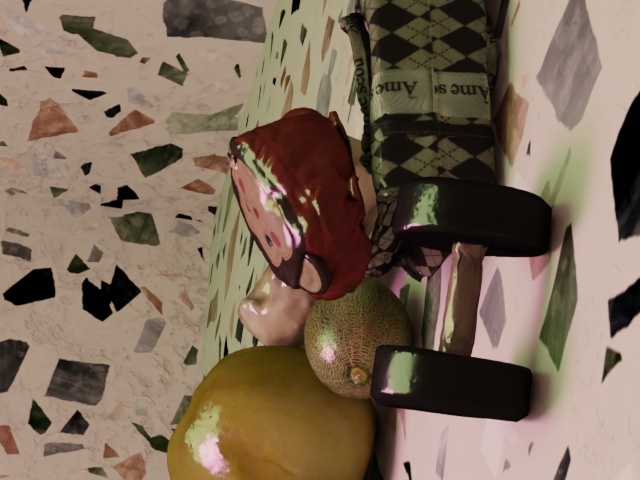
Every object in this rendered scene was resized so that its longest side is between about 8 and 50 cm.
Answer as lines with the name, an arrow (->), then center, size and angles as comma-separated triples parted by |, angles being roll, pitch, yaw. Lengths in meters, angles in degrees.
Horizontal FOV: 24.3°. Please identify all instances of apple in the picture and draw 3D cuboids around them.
apple -> -0.063, 0.281, 1.974 | 0.292, 0.254, 0.292 | -60, -3, -6

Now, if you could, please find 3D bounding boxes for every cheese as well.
cheese -> 0.000, 0.000, 2.083 | 0.318, 0.115, 0.326 | -61, -1, -43

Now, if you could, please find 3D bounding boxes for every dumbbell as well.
dumbbell -> 0.134, 0.058, 1.418 | 0.152, 0.152, 0.218 | 154, 125, -78

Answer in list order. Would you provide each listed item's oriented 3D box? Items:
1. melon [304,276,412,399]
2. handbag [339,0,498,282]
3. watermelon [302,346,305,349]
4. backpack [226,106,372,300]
melon -> 0.048, 0.125, 1.877 | 0.192, 0.139, 0.139 | -89, 12, -58
handbag -> 0.107, -0.176, 1.795 | 0.317, 0.180, 0.416 | 102, 168, -66
watermelon -> -0.016, 0.107, 2.507 | 0.119, 0.063, 0.245 | 78, -171, -64
backpack -> -0.012, -0.032, 1.691 | 0.229, 0.138, 0.229 | 61, 169, 20
